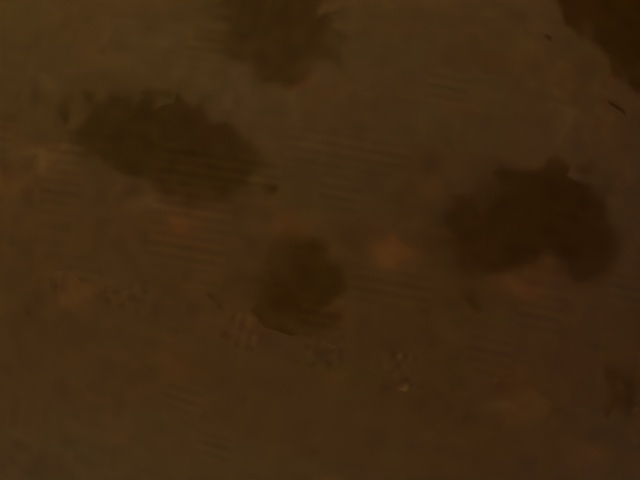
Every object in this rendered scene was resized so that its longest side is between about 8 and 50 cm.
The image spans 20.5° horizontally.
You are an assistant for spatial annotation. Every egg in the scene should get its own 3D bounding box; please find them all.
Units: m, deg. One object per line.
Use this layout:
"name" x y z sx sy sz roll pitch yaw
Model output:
"egg" 0.000 0.000 0.452 0.322 0.250 0.250 10 -85 0
